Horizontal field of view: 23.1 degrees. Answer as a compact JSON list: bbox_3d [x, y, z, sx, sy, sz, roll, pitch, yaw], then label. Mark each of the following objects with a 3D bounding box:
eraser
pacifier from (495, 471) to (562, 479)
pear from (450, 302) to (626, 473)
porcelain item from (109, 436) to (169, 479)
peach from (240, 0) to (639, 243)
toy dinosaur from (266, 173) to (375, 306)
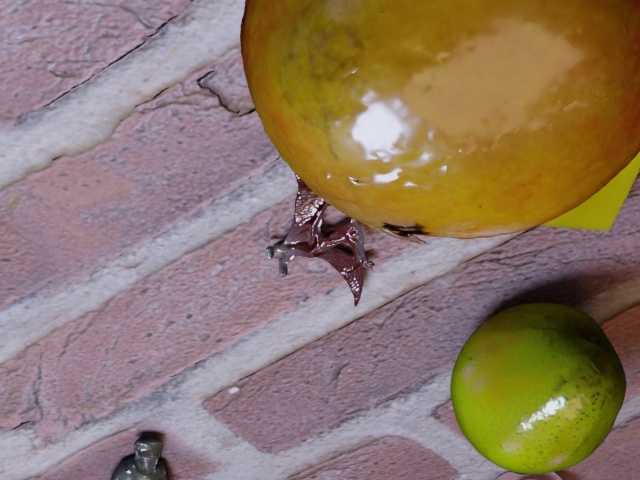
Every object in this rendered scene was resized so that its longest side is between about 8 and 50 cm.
[{"bbox_3d":[0.260,-0.068,1.546,0.097,0.045,0.122,6,137,-14],"label":"eraser"},{"bbox_3d":[0.264,0.334,1.996,0.099,0.081,0.078,-5,167,-1],"label":"pacifier"},{"bbox_3d":[0.241,0.156,1.689,0.187,0.187,0.219,9,151,-17],"label":"pear"},{"bbox_3d":[-0.221,0.313,1.910,0.081,0.069,0.215,10,131,-12],"label":"porcelain item"},{"bbox_3d":[0.114,-0.178,1.189,0.373,0.372,0.290,-36,150,29],"label":"peach"},{"bbox_3d":[0.000,-0.001,1.600,0.108,0.032,0.220,-15,136,13],"label":"toy dinosaur"}]
